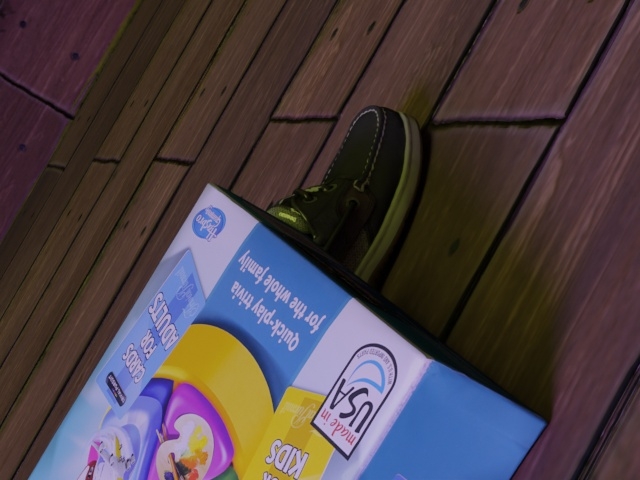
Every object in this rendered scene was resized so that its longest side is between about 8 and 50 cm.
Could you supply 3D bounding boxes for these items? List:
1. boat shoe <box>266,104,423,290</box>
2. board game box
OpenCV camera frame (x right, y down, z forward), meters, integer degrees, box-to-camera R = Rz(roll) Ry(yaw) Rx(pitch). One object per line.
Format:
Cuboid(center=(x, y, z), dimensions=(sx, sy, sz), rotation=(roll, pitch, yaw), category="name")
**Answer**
Cuboid(center=(-0.001, 0.001, 0.943), dimensions=(0.080, 0.073, 0.223), rotation=(-28, 37, 56), category="boat shoe")
Cuboid(center=(-0.069, 0.164, 0.763), dimensions=(0.336, 0.079, 0.254), rotation=(-58, 32, 3), category="board game box")
